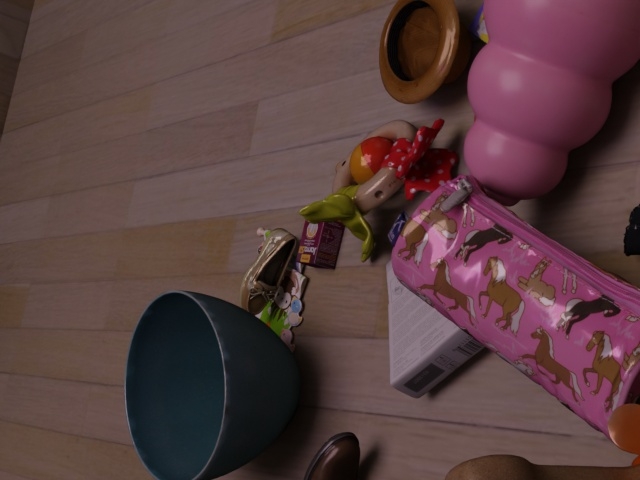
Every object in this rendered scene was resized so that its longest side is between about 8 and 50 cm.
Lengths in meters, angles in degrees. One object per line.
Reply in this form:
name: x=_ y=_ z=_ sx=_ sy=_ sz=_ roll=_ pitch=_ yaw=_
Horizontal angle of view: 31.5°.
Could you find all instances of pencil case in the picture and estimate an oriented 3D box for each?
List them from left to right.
pencil case: x=0.249 y=0.070 z=1.274 sx=0.160 sy=0.167 sz=0.386 roll=-51 pitch=49 yaw=0

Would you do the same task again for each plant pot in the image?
plant pot: x=-0.146 y=0.223 z=1.743 sx=0.290 sy=0.195 sz=0.290 roll=-6 pitch=83 yaw=52

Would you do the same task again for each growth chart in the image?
growth chart: x=-0.078 y=0.097 z=1.881 sx=0.172 sy=0.021 sz=0.237 roll=5 pitch=80 yaw=54

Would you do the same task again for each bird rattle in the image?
bird rattle: x=0.084 y=-0.106 z=1.666 sx=0.253 sy=0.143 sz=0.207 roll=-48 pitch=25 yaw=26

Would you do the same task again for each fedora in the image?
fedora: x=0.162 y=-0.284 z=1.661 sx=0.194 sy=0.079 sz=0.194 roll=-23 pitch=62 yaw=53

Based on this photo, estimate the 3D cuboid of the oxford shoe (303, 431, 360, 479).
oxford shoe: x=0.021 y=0.375 z=1.573 sx=0.096 sy=0.082 sz=0.227 roll=33 pitch=114 yaw=52

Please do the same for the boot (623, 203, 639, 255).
boot: x=0.381 y=0.011 z=1.266 sx=0.099 sy=0.045 sz=0.121 roll=11 pitch=77 yaw=53

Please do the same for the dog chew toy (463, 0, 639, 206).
dog chew toy: x=0.273 y=-0.202 z=1.388 sx=0.206 sy=0.206 sz=0.332 roll=40 pitch=116 yaw=53

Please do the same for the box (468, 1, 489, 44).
box: x=0.282 y=-0.293 z=1.543 sx=0.105 sy=0.043 sz=0.179 roll=-61 pitch=38 yaw=16

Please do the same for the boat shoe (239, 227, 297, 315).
boat shoe: x=-0.083 y=0.055 z=1.842 sx=0.153 sy=0.056 sz=0.048 roll=-62 pitch=32 yaw=2

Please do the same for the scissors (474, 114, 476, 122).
scissors: x=0.228 y=-0.088 z=1.503 sx=0.109 sy=0.021 sz=0.297 roll=-20 pitch=49 yaw=49

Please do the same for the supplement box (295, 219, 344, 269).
supplement box: x=0.000 y=0.000 z=1.796 sx=0.055 sy=0.043 sz=0.083 roll=4 pitch=79 yaw=53

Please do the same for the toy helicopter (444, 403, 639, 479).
toy helicopter: x=0.283 y=0.227 z=1.031 sx=0.235 sy=0.355 sz=0.140 roll=124 pitch=146 yaw=-51

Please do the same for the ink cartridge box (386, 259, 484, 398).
ink cartridge box: x=0.168 y=0.072 z=1.544 sx=0.189 sy=0.066 sz=0.232 roll=-45 pitch=25 yaw=34
